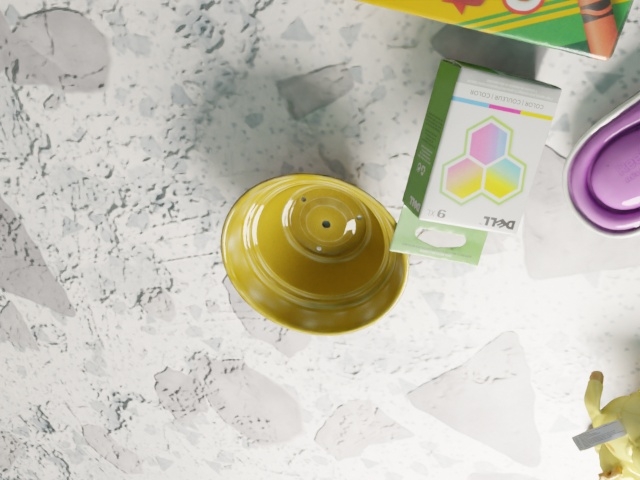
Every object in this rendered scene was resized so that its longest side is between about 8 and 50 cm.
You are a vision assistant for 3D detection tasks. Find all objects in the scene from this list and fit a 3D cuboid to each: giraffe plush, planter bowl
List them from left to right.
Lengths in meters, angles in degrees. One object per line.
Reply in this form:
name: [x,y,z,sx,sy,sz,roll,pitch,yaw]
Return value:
planter bowl: [0.000,0.000,0.882,0.217,0.090,0.217,6,122,10]
giraffe plush: [0.400,0.255,0.902,0.210,0.181,0.170,-6,142,8]

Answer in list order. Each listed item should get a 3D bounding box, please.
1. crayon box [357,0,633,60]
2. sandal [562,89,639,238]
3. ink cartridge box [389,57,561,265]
crayon box: [0.131,-0.298,0.661,0.318,0.081,0.202,15,125,7]
sandal: [0.372,-0.133,0.643,0.169,0.102,0.416,49,130,15]
ink cartridge box: [0.152,-0.067,0.760,0.109,0.062,0.209,9,108,-15]
